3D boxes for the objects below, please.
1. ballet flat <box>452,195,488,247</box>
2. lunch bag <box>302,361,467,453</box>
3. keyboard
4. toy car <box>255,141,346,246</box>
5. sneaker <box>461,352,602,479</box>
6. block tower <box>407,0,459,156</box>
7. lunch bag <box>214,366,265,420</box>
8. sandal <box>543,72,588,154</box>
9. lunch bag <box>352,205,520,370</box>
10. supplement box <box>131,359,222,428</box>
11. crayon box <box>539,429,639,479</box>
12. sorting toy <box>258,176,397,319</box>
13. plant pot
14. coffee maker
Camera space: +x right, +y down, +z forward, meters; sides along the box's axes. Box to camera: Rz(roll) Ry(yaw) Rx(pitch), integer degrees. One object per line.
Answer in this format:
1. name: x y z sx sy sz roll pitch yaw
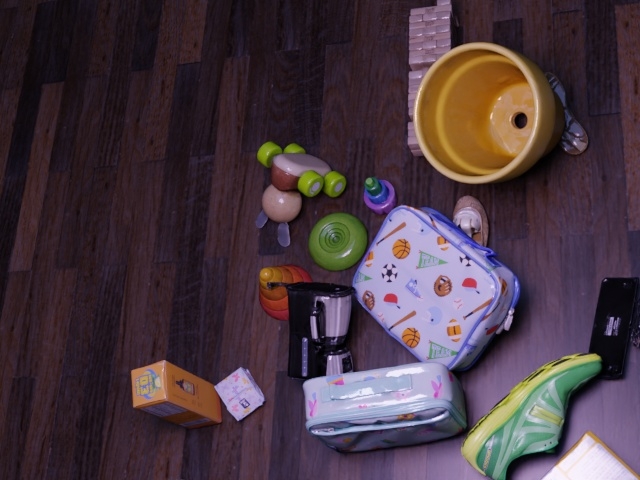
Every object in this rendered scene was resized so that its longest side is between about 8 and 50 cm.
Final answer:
1. ballet flat: 0.287 -0.001 1.877 0.073 0.067 0.206 -7 67 15
2. lunch bag: 0.110 0.299 1.731 0.279 0.224 0.108 -12 65 14
3. keyboard: 0.540 0.160 1.747 0.100 0.038 0.192 -1 68 45
4. toy car: -0.065 -0.088 2.034 0.155 0.149 0.188 37 113 32
5. sneaker: 0.383 0.308 1.711 0.295 0.109 0.123 -41 84 -1
6. block tower: 0.235 -0.333 2.020 0.097 0.091 0.335 -3 67 18
7. lunch bag: -0.157 0.304 1.926 0.071 0.053 0.083 -36 70 5
8. sandal: 0.470 -0.246 1.927 0.072 0.049 0.180 -30 76 13
9. lunch bag: 0.216 0.085 1.797 0.303 0.115 0.243 41 110 33
10. supplement box: -0.272 0.299 1.866 0.080 0.233 0.078 -14 64 14
11. crayon box: 0.492 0.500 1.589 0.203 0.083 0.323 -45 60 -1
12. sorting toy: 0.000 0.000 1.951 0.365 0.126 0.127 -44 61 0
13. plant pot: 0.339 -0.231 1.831 0.254 0.239 0.254 1 93 35
14. coffee maker: -0.014 0.173 1.867 0.171 0.120 0.178 10 101 49
